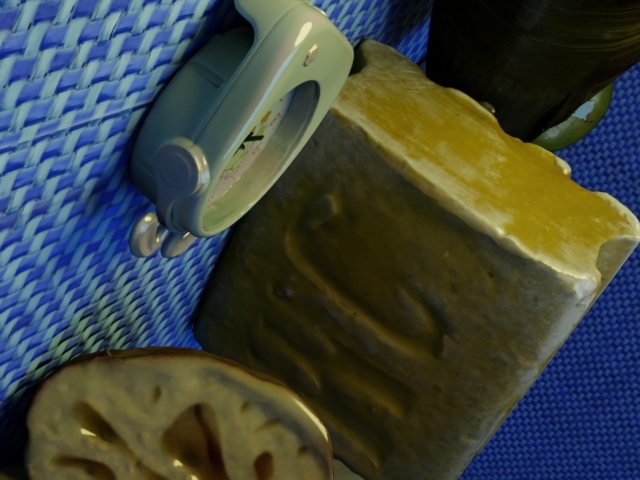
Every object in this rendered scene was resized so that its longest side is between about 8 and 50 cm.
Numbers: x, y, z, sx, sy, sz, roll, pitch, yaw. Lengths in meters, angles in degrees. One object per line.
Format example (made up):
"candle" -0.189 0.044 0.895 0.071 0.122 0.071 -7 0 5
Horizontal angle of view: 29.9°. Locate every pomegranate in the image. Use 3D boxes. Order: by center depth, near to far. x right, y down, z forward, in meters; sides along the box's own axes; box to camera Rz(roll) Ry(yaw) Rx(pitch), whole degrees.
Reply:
"pomegranate" 0.258 -0.194 1.488 0.211 0.179 0.179 -10 143 -35

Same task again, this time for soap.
"soap" 0.070 0.039 1.058 0.156 0.293 0.335 -37 162 -48

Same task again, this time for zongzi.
"zongzi" 0.251 -0.315 1.012 0.432 0.208 0.403 -59 175 -19

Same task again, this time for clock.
"clock" -0.059 -0.070 0.768 0.191 0.062 0.151 -53 170 4

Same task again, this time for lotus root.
"lotus root" -0.146 0.217 0.914 0.316 0.316 0.250 -52 -172 -5

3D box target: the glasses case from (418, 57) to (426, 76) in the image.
"glasses case" 0.148 -0.131 1.268 0.313 0.131 0.070 -47 167 -32

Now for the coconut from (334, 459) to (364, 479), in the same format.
"coconut" -0.068 0.406 1.640 0.323 0.323 0.323 -51 169 -14
